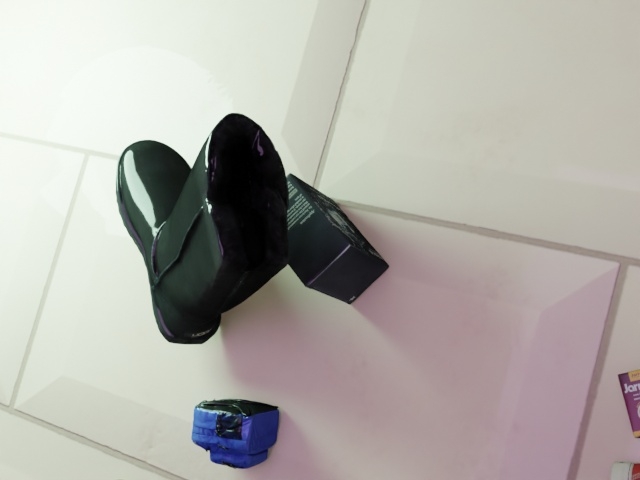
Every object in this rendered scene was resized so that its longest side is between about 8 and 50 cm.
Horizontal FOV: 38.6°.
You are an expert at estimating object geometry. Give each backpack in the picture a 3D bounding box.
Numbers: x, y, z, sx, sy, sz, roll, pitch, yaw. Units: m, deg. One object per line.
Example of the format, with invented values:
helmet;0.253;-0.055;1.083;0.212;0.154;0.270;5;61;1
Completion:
backpack;-0.140;0.295;1.409;0.120;0.098;0.101;6;85;27

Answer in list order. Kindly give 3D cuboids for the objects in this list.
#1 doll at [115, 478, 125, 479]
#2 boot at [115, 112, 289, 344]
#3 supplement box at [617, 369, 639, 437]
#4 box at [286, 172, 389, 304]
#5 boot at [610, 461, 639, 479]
doll;-0.343;0.488;1.498;0.129;0.046;0.189;0;79;26
boot;-0.187;-0.064;1.338;0.146;0.445;0.367;-16;76;-21
supplement box;0.421;0.208;1.171;0.055;0.043;0.083;-19;70;24
box;0.000;0.000;1.372;0.093;0.156;0.158;-44;63;10
boot;0.436;0.399;1.098;0.176;0.088;0.244;2;76;26
